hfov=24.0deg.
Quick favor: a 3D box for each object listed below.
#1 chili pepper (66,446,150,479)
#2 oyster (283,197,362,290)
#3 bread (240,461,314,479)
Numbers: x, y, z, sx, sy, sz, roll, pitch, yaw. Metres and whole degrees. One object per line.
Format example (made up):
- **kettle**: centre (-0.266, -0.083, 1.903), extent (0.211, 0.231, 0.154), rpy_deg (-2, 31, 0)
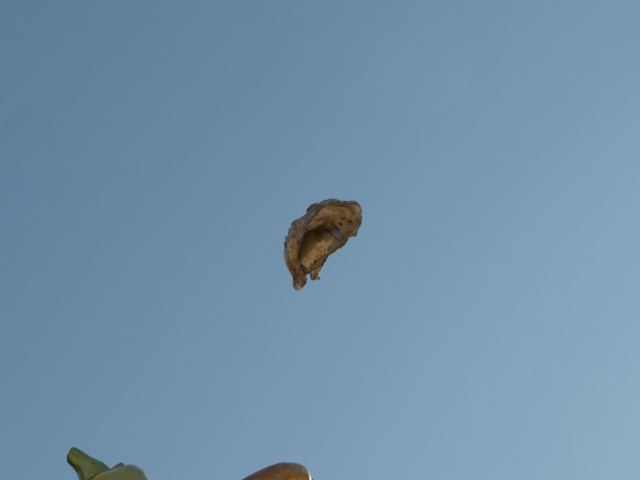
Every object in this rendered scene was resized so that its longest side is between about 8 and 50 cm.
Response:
- **chili pepper**: centre (-0.062, 0.145, 0.532), extent (0.043, 0.208, 0.048), rpy_deg (-6, -63, -11)
- **oyster**: centre (0.000, 0.000, 1.406), extent (0.083, 0.038, 0.080), rpy_deg (-13, -74, -34)
- **bread**: centre (-0.057, 0.299, 1.327), extent (0.174, 0.121, 0.245), rpy_deg (-42, -27, -19)
